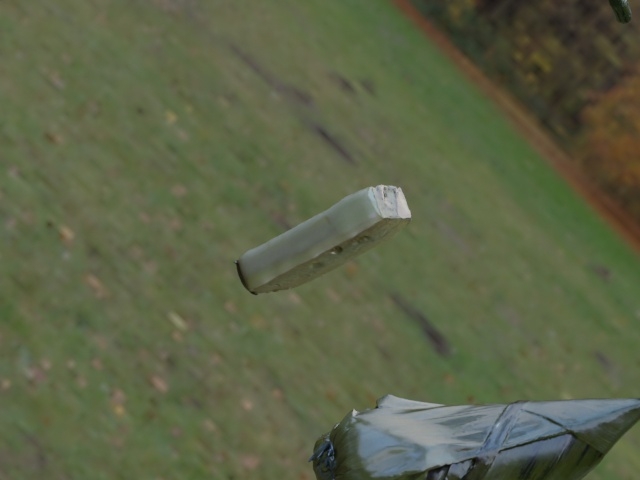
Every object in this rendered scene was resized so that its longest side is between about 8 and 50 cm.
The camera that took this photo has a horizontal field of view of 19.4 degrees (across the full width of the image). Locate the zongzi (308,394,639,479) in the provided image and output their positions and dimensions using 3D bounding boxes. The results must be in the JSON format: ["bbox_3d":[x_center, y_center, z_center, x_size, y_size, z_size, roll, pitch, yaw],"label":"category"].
[{"bbox_3d":[0.152,0.196,1.824,0.251,0.274,0.125,20,45,-40],"label":"zongzi"}]

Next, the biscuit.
[{"bbox_3d":[0.000,0.000,1.833,0.056,0.188,0.052,9,58,-53],"label":"biscuit"}]

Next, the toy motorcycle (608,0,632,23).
[{"bbox_3d":[0.253,-0.259,1.296,0.205,0.275,0.127,45,44,-62],"label":"toy motorcycle"}]
